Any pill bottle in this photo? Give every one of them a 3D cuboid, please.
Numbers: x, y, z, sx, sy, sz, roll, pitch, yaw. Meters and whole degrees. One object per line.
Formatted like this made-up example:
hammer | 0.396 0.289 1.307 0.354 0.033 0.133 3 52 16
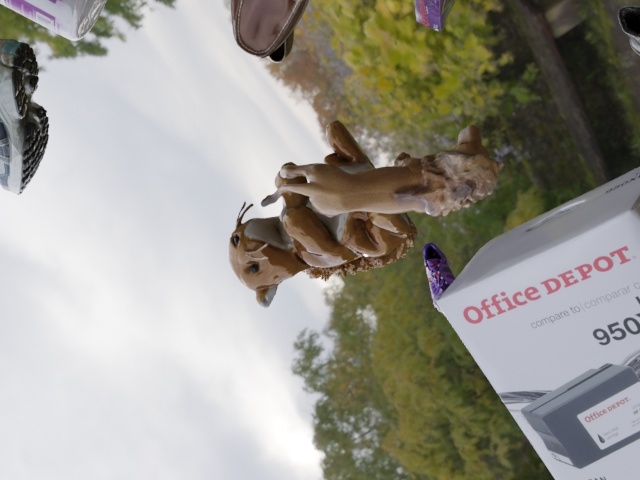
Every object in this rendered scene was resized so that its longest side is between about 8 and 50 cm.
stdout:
pill bottle | -0.531 -0.494 1.305 0.301 0.169 0.169 27 -161 -10

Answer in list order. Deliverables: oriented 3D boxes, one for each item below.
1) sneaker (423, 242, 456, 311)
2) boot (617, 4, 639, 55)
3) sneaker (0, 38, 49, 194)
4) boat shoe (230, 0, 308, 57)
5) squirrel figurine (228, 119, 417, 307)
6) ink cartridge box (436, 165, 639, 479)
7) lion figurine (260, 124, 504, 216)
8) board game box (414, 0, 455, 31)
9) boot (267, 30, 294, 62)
sneaker | 0.237 0.074 1.495 0.071 0.068 0.170 51 -165 -42
boot | 0.662 -0.419 1.519 0.208 0.076 0.190 11 -154 -35
sneaker | -0.481 -0.187 1.102 0.283 0.122 0.110 107 175 -47
boat shoe | -0.053 -0.409 1.050 0.123 0.325 0.116 20 -153 -6
squirrel figurine | 0.000 0.000 1.615 0.281 0.370 0.397 61 -169 28
ink cartridge box | 0.373 0.148 0.889 0.395 0.285 0.166 56 -137 -2
lion figurine | 0.096 -0.091 1.269 0.240 0.391 0.142 -134 31 -79
board game box | 0.225 -0.490 1.035 0.056 0.347 0.208 27 176 17
boot | -0.096 -0.545 1.640 0.115 0.112 0.306 -98 5 -66
